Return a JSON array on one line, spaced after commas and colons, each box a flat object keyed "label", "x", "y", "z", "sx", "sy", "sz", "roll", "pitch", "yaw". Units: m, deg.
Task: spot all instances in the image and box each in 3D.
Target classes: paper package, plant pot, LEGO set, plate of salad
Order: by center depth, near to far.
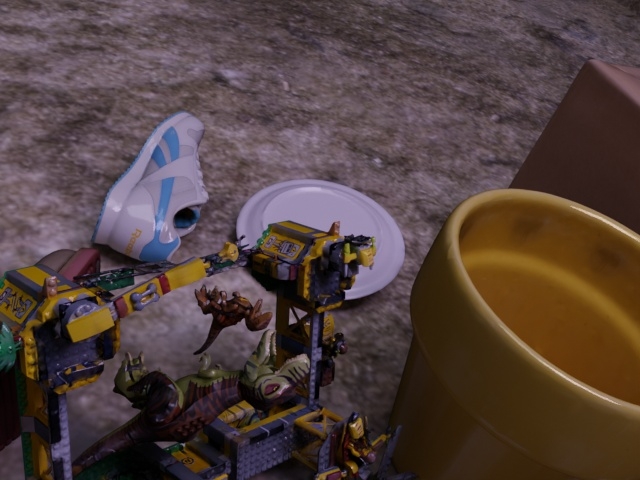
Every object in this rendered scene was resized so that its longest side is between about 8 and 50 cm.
[{"label": "LEGO set", "x": -0.048, "y": 0.119, "z": 0.495, "sx": 0.192, "sy": 0.255, "sz": 0.331, "roll": 18, "pitch": 13, "yaw": 42}, {"label": "plant pot", "x": 0.177, "y": 0.123, "z": 0.627, "sx": 0.254, "sy": 0.239, "sz": 0.254, "roll": 15, "pitch": 36, "yaw": -11}, {"label": "paper package", "x": 0.345, "y": 0.021, "z": 0.778, "sx": 0.168, "sy": 0.325, "sz": 0.309, "roll": -1, "pitch": 43, "yaw": -28}, {"label": "plate of salad", "x": 0.000, "y": 0.000, "z": 0.850, "sx": 0.199, "sy": 0.048, "sz": 0.200, "roll": 7, "pitch": 44, "yaw": -7}]

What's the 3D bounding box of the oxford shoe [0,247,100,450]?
[{"label": "oxford shoe", "x": -0.278, "y": 0.100, "z": 0.513, "sx": 0.130, "sy": 0.123, "sz": 0.348, "roll": 20, "pitch": 35, "yaw": 5}]

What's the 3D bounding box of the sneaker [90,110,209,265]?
[{"label": "sneaker", "x": -0.170, "y": -0.059, "z": 0.810, "sx": 0.092, "sy": 0.087, "sz": 0.229, "roll": 26, "pitch": 43, "yaw": -8}]
